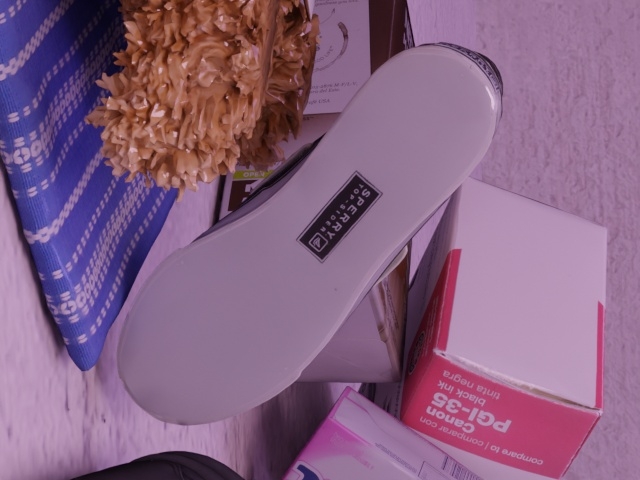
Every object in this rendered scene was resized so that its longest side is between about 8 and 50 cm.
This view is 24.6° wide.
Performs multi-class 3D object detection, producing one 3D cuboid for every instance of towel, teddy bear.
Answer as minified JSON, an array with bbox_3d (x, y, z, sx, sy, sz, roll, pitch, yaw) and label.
[{"bbox_3d":[-0.100,-0.148,0.646,0.243,0.040,0.336,-70,155,-57],"label":"towel"},{"bbox_3d":[-0.056,-0.143,0.601,0.338,0.113,0.245,-34,131,-82],"label":"teddy bear"}]

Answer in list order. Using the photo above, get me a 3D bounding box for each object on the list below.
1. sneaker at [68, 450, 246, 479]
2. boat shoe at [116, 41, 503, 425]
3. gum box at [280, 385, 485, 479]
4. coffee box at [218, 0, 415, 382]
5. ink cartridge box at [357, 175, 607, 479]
[{"bbox_3d":[-0.053,0.226,0.631,0.147,0.104,0.295,-30,113,-70],"label":"sneaker"},{"bbox_3d":[0.000,0.000,0.655,0.078,0.219,0.070,48,16,2],"label":"boat shoe"},{"bbox_3d":[0.059,0.190,0.894,0.107,0.188,0.062,-56,176,18],"label":"gum box"},{"bbox_3d":[0.006,-0.047,0.958,0.141,0.098,0.246,73,19,-55],"label":"coffee box"},{"bbox_3d":[0.093,0.131,1.039,0.207,0.117,0.283,-75,-174,-53],"label":"ink cartridge box"}]
